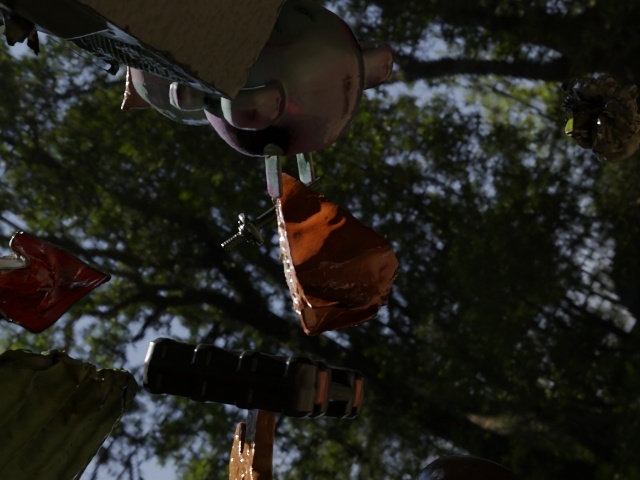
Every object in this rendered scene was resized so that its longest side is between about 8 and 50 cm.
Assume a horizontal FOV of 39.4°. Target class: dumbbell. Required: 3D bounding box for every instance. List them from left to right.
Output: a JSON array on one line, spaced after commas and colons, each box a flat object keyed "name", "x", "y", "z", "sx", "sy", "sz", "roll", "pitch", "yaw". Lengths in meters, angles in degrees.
[{"name": "dumbbell", "x": -0.101, "y": -0.056, "z": 1.893, "sx": 0.254, "sy": 0.081, "sz": 0.081, "roll": -35, "pitch": -22, "yaw": -6}]

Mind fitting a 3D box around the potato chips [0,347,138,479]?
[{"name": "potato chips", "x": -0.383, "y": 0.241, "z": 0.900, "sx": 0.429, "sy": 0.070, "sz": 0.358, "roll": -43, "pitch": -30, "yaw": 15}]

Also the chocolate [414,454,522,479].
[{"name": "chocolate", "x": 0.198, "y": 0.370, "z": 1.204, "sx": 0.176, "sy": 0.177, "sz": 0.176, "roll": -51, "pitch": -20, "yaw": -26}]

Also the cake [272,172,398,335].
[{"name": "cake", "x": 0.002, "y": 0.005, "z": 1.115, "sx": 0.135, "sy": 0.287, "sz": 0.098, "roll": -24, "pitch": -51, "yaw": -6}]

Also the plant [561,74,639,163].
[{"name": "plant", "x": 0.319, "y": -0.143, "z": 1.070, "sx": 0.122, "sy": 0.116, "sz": 0.104, "roll": -16, "pitch": -59, "yaw": -30}]

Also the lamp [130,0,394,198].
[{"name": "lamp", "x": -0.085, "y": -0.182, "z": 1.087, "sx": 0.247, "sy": 0.301, "sz": 0.247, "roll": -24, "pitch": -61, "yaw": -40}]

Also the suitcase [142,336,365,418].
[{"name": "suitcase", "x": -0.070, "y": 0.172, "z": 1.092, "sx": 0.285, "sy": 0.206, "sz": 0.066, "roll": 37, "pitch": -121, "yaw": -71}]

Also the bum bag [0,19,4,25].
[{"name": "bum bag", "x": -0.647, "y": -0.515, "z": 1.710, "sx": 0.060, "sy": 0.232, "sz": 0.107, "roll": -23, "pitch": -7, "yaw": 24}]

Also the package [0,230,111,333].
[{"name": "package", "x": -0.524, "y": 0.079, "z": 1.641, "sx": 0.194, "sy": 0.071, "sz": 0.269, "roll": -28, "pitch": -36, "yaw": 5}]

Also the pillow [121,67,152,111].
[{"name": "pillow", "x": -0.351, "y": -0.407, "z": 2.072, "sx": 0.223, "sy": 0.084, "sz": 0.236, "roll": 2, "pitch": -91, "yaw": -30}]

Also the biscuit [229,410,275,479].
[{"name": "biscuit", "x": -0.109, "y": 0.409, "z": 1.376, "sx": 0.202, "sy": 0.047, "sz": 0.333, "roll": 115, "pitch": 163, "yaw": -45}]

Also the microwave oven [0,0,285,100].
[{"name": "microwave oven", "x": -0.220, "y": -0.351, "z": 0.754, "sx": 0.432, "sy": 0.236, "sz": 0.374, "roll": 25, "pitch": -91, "yaw": -53}]
